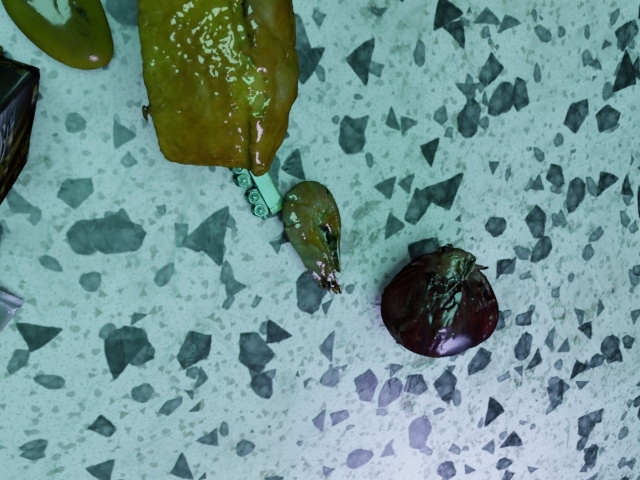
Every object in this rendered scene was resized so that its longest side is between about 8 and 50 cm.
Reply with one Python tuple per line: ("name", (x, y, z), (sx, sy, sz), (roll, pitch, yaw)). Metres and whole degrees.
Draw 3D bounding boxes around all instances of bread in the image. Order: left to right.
("bread", (-0.147, -0.291, 0.782), (0.215, 0.398, 0.398), (-4, 103, -10))

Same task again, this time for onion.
("onion", (0.276, 0.150, 1.132), (0.280, 0.221, 0.281), (-8, 122, -14))

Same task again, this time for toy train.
("toy train", (-0.126, -0.112, 1.003), (0.071, 0.038, 0.148), (-33, 111, -16))

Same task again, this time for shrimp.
("shrimp", (0.001, 0.000, 1.066), (0.145, 0.061, 0.267), (-37, 115, -37))

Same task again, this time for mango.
("mango", (-0.405, -0.360, 0.802), (0.137, 0.098, 0.195), (-46, 119, -12))

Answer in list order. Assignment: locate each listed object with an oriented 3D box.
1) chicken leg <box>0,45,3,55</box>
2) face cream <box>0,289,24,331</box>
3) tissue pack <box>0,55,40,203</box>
("chicken leg", (-0.567, -0.350, 0.750), (0.207, 0.085, 0.101), (37, 71, -34))
("face cream", (-0.608, 0.169, 0.842), (0.224, 0.070, 0.114), (-52, 139, -5))
("tissue pack", (-0.499, -0.134, 0.644), (0.210, 0.370, 0.198), (14, 110, -27))
